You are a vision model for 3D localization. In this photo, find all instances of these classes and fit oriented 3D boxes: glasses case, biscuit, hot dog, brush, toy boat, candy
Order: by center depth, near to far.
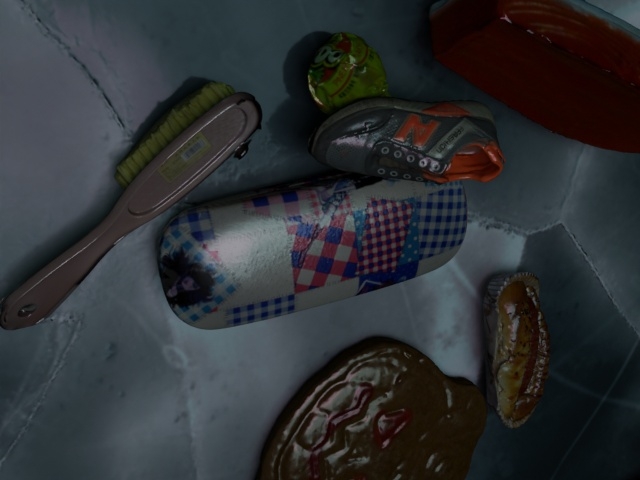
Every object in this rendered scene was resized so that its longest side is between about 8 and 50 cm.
[{"bbox_3d":[-0.185,-0.036,0.771,0.313,0.067,0.072,-43,152,0],"label":"brush"},{"bbox_3d":[0.000,0.000,0.837,0.327,0.076,0.125,-14,111,-17],"label":"glasses case"},{"bbox_3d":[0.093,-0.124,0.857,0.262,0.073,0.077,26,112,-32],"label":"candy"},{"bbox_3d":[0.275,-0.197,0.867,0.331,0.145,0.133,22,68,-26],"label":"toy boat"},{"bbox_3d":[0.058,0.251,0.946,0.257,0.049,0.273,30,93,-26],"label":"biscuit"},{"bbox_3d":[0.228,0.127,0.965,0.099,0.053,0.192,-13,106,-39],"label":"hot dog"}]

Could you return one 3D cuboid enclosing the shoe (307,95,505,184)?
[{"bbox_3d":[0.087,-0.088,0.793,0.194,0.077,0.074,-5,138,-16],"label":"shoe"}]
